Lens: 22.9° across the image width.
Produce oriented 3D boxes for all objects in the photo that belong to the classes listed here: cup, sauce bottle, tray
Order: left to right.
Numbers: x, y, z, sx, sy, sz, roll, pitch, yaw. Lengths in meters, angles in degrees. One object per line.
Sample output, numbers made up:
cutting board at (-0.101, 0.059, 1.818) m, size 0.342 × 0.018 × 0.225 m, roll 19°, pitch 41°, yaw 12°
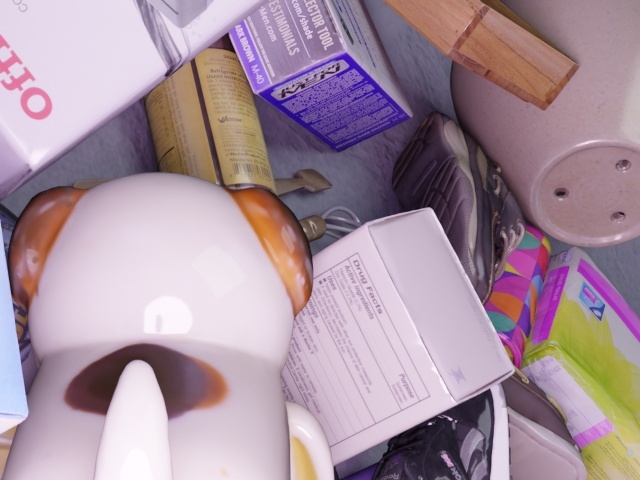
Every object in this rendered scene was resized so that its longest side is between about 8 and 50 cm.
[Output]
sauce bottle at (-0.121, -0.150, 1.566) m, size 0.111 × 0.111 × 0.344 m, roll 15°, pitch 54°, yaw -47°
tray at (0.104, -0.313, 1.855) m, size 0.203 × 0.076 × 0.411 m, roll 21°, pitch 21°, yaw -48°
cup at (0.327, -0.131, 1.922) m, size 0.331 × 0.331 × 0.237 m, roll 39°, pitch 32°, yaw -28°

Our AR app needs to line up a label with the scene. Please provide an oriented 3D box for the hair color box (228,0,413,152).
hair color box at (-0.012, -0.220, 1.665) m, size 0.185 × 0.110 × 0.339 m, roll 67°, pitch 9°, yaw 12°

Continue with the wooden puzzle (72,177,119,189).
wooden puzzle at (-0.196, -0.022, 1.457) m, size 0.116 × 0.014 × 0.078 m, roll 5°, pitch 65°, yaw -51°

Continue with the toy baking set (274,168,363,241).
toy baking set at (-0.005, -0.001, 1.638) m, size 0.197 × 0.030 × 0.256 m, roll 18°, pitch 29°, yaw -41°

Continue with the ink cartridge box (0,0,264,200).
ink cartridge box at (-0.198, -0.265, 1.335) m, size 0.395 × 0.166 × 0.285 m, roll -41°, pitch 98°, yaw -22°

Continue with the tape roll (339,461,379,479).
tape roll at (0.082, 0.303, 1.509) m, size 0.189 × 0.080 × 0.189 m, roll 33°, pitch 41°, yaw -35°

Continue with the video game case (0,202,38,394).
video game case at (-0.315, 0.049, 1.224) m, size 0.248 × 0.035 × 0.275 m, roll 42°, pitch 37°, yaw -24°

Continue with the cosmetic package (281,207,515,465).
cosmetic package at (-0.014, 0.113, 1.319) m, size 0.113 × 0.309 × 0.160 m, roll -15°, pitch 78°, yaw -57°

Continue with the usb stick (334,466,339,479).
usb stick at (-0.003, 0.283, 1.419) m, size 0.045 × 0.077 × 0.278 m, roll 56°, pitch 16°, yaw -70°

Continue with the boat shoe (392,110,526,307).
boat shoe at (0.168, -0.023, 1.761) m, size 0.130 × 0.132 × 0.355 m, roll 27°, pitch 30°, yaw -16°

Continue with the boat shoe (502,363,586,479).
boat shoe at (0.161, 0.165, 1.695) m, size 0.324 × 0.116 × 0.096 m, roll 38°, pitch 26°, yaw -26°

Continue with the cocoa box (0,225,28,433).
cocoa box at (-0.365, 0.045, 0.876) m, size 0.228 × 0.347 × 0.231 m, roll 16°, pitch 54°, yaw -47°

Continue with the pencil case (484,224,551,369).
pencil case at (0.203, 0.072, 1.838) m, size 0.104 × 0.104 × 0.236 m, roll 49°, pitch 32°, yaw -16°

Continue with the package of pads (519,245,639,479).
package of pads at (0.350, 0.186, 1.933) m, size 0.296 × 0.101 × 0.229 m, roll 49°, pitch 34°, yaw -15°

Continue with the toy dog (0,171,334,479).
toy dog at (-0.133, 0.136, 1.113) m, size 0.395 × 0.285 × 0.408 m, roll 76°, pitch 10°, yaw -48°

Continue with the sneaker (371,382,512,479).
sneaker at (0.104, 0.201, 1.455) m, size 0.124 × 0.107 × 0.283 m, roll 16°, pitch 52°, yaw -39°
